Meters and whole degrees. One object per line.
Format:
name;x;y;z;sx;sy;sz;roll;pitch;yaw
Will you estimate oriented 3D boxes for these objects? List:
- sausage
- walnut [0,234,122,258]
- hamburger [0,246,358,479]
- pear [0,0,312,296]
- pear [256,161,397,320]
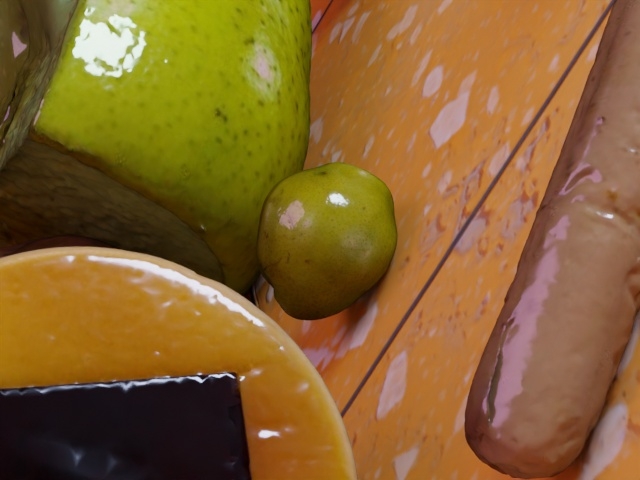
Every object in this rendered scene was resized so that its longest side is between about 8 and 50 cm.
sausage;0.136;-0.033;0.905;0.066;0.066;0.301;-19;48;65
walnut;-0.197;0.113;1.310;0.248;0.248;0.248;-53;20;30
hamburger;-0.115;0.145;0.989;0.176;0.300;0.300;115;172;-59
pear;-0.122;-0.117;1.435;0.342;0.238;0.318;-30;40;62
pear;0.000;0.000;1.199;0.092;0.092;0.097;-16;49;66
